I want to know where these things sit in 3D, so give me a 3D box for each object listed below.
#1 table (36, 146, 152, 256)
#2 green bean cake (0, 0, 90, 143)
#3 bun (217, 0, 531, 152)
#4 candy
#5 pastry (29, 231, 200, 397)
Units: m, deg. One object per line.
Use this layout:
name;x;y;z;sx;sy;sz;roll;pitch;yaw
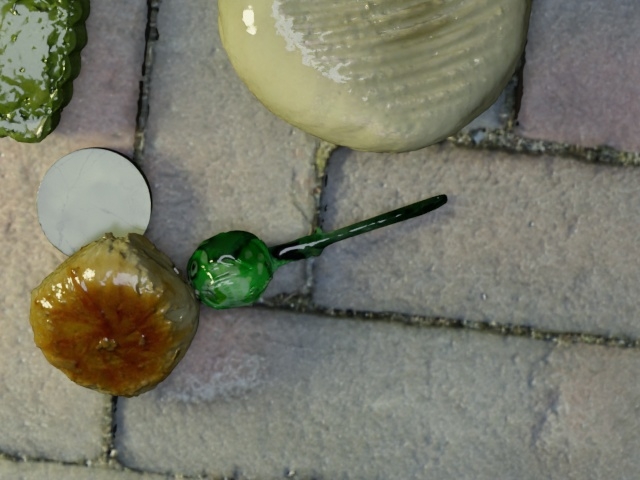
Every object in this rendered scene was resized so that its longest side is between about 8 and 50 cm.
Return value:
table;-0.264;-0.043;1.914;0.134;0.043;0.133;0;97;-2
green bean cake;-0.378;-0.224;1.850;0.214;0.113;0.200;12;96;-5
bun;0.049;-0.270;1.812;0.365;0.219;0.365;1;88;-16
candy;0.000;0.002;1.923;0.323;0.097;0.097;-18;98;-8
pastry;-0.236;0.093;1.881;0.192;0.093;0.182;-37;110;24
